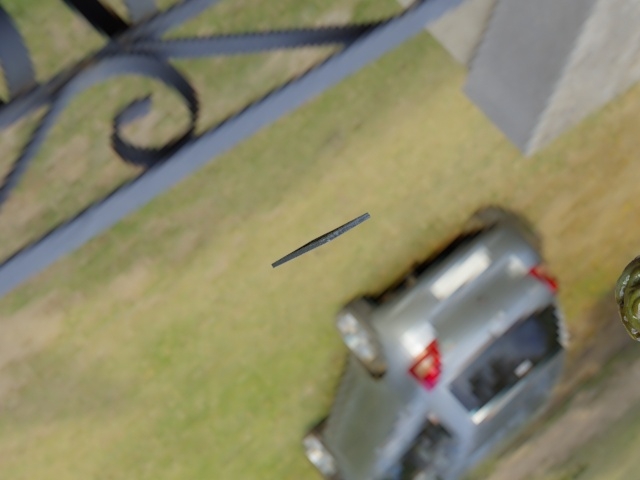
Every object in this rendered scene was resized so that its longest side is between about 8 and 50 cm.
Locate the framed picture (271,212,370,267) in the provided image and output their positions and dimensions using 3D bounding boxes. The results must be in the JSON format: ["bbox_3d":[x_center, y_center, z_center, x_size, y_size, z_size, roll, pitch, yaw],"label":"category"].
[{"bbox_3d":[0.000,0.000,1.668,0.066,0.007,0.089,-31,-177,-43],"label":"framed picture"}]

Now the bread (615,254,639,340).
[{"bbox_3d":[0.359,0.036,1.445,0.269,0.098,0.087,-10,156,-32],"label":"bread"}]
